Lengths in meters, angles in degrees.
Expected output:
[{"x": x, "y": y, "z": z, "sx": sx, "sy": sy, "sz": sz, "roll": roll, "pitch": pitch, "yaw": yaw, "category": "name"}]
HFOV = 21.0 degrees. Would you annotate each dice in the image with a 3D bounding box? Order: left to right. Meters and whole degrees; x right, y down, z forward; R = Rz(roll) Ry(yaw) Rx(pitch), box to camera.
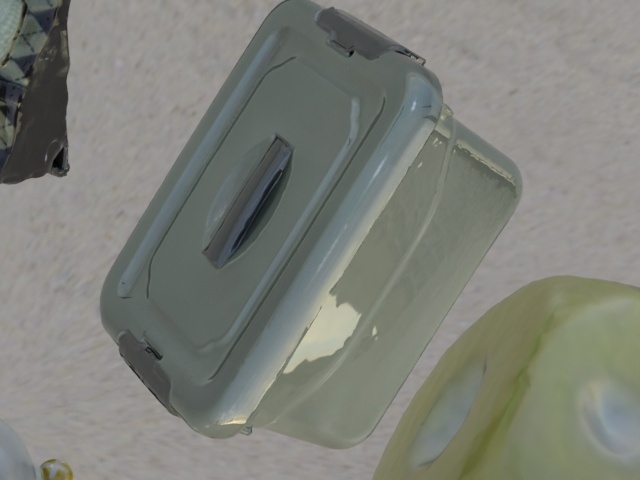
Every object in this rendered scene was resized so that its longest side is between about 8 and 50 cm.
[{"x": 0.182, "y": 0.182, "z": 1.226, "sx": 0.233, "sy": 0.238, "sz": 0.227, "roll": 34, "pitch": 56, "yaw": -10, "category": "dice"}]

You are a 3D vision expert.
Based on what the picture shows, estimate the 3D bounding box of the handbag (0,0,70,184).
[{"x": -0.308, "y": -0.278, "z": 1.456, "sx": 0.316, "sy": 0.180, "sz": 0.416, "roll": 21, "pitch": 104, "yaw": 21, "category": "handbag"}]

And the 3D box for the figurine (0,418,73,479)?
[{"x": -0.174, "y": 0.146, "z": 0.888, "sx": 0.101, "sy": 0.068, "sz": 0.143, "roll": -5, "pitch": 49, "yaw": -13, "category": "figurine"}]

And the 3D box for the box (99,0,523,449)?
[{"x": 0.000, "y": 0.000, "z": 0.715, "sx": 0.092, "sy": 0.124, "sz": 0.172, "roll": 27, "pitch": 99, "yaw": -39, "category": "box"}]
